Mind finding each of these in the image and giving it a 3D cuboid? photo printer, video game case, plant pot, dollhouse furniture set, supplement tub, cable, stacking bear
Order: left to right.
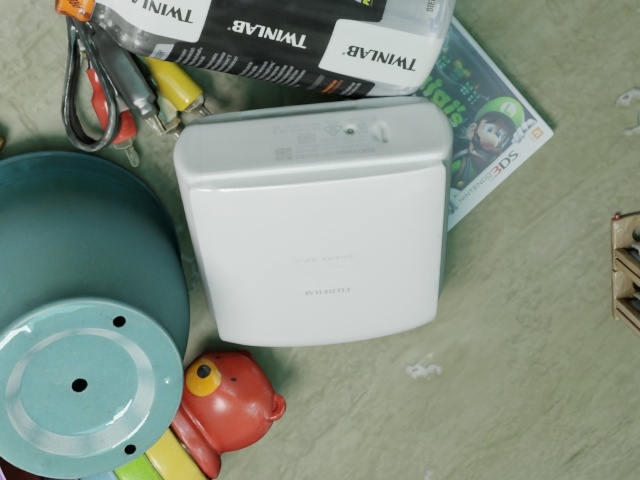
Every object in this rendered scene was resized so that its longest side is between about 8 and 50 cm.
[{"bbox_3d":[-0.243,0.081,1.075,0.272,0.255,0.271,-7,115,-16],"label":"plant pot"},{"bbox_3d":[-0.226,-0.207,1.129,0.140,0.072,0.287,-26,98,8],"label":"cable"},{"bbox_3d":[-0.177,0.226,1.216,0.289,0.175,0.164,-34,132,-6],"label":"stacking bear"},{"bbox_3d":[-0.060,-0.252,1.032,0.338,0.207,0.207,8,106,-18],"label":"supplement tub"},{"bbox_3d":[0.000,0.000,1.129,0.256,0.107,0.307,-5,143,-1],"label":"photo printer"},{"bbox_3d":[0.130,-0.124,1.214,0.173,0.022,0.190,-43,109,6],"label":"video game case"},{"bbox_3d":[0.435,0.036,1.256,0.184,0.129,0.128,-8,109,-5],"label":"dollhouse furniture set"}]

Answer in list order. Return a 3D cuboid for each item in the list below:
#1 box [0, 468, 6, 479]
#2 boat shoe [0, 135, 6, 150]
[{"bbox_3d":[-0.365,0.262,1.128,0.057,0.293,0.200,-29,113,-28],"label":"box"},{"bbox_3d":[-0.385,-0.062,1.144,0.049,0.056,0.152,45,93,-8],"label":"boat shoe"}]
